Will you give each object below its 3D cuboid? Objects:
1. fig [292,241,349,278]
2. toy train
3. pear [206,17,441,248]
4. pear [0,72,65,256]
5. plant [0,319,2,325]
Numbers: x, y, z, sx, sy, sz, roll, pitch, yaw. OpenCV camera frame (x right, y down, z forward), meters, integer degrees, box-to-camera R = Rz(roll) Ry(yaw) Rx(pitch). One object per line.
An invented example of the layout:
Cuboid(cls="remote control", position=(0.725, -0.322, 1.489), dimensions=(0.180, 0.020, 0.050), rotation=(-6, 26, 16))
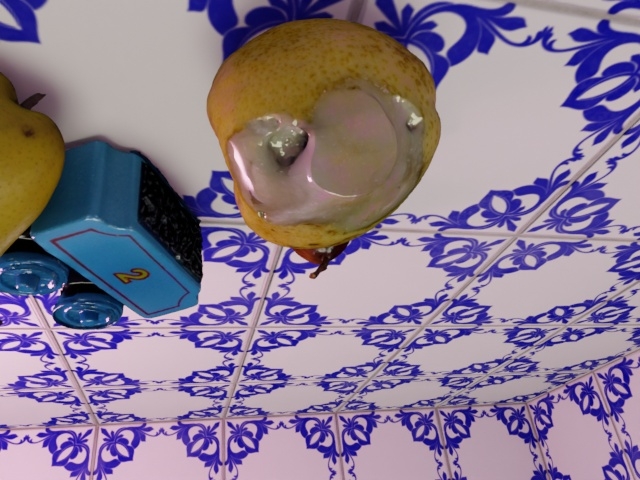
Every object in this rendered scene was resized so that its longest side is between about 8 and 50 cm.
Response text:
Cuboid(cls="fig", position=(0.000, -0.017, 0.886), dimensions=(0.128, 0.150, 0.128), rotation=(-5, 111, -12))
Cuboid(cls="toy train", position=(-0.332, 0.010, 0.810), dimensions=(0.265, 0.188, 0.300), rotation=(-17, 147, 7))
Cuboid(cls="pear", position=(0.006, -0.121, 0.598), dimensions=(0.271, 0.271, 0.271), rotation=(-5, 149, -3))
Cuboid(cls="pear", position=(-0.396, -0.103, 0.597), dimensions=(0.178, 0.267, 0.267), rotation=(-23, 151, -10))
Cuboid(cls="plant", position=(-0.667, 0.087, 0.786), dimensions=(0.320, 0.181, 0.194), rotation=(-9, 130, -42))
